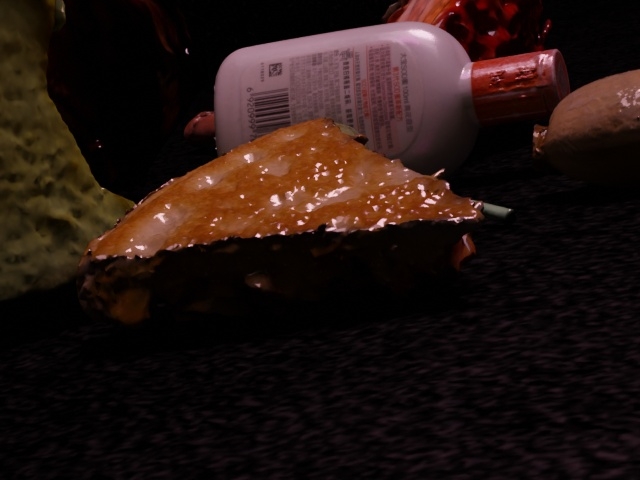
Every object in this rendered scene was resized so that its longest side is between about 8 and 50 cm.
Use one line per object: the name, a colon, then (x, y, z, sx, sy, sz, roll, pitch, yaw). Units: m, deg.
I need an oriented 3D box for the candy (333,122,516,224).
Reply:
candy: (0.042, -0.028, 0.991, 0.061, 0.061, 0.202, -17, 20, -31)

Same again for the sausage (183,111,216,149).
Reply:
sausage: (-0.073, -0.094, 1.514, 0.158, 0.042, 0.036, 0, 53, 57)

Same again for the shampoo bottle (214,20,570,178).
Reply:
shampoo bottle: (0.043, -0.082, 1.098, 0.221, 0.108, 0.051, -7, -11, 19)

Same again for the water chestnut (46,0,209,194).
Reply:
water chestnut: (-0.268, -0.117, 1.203, 0.347, 0.335, 0.335, -42, 11, 0)

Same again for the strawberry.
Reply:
strawberry: (0.092, -0.112, 1.236, 0.190, 0.111, 0.236, -39, 15, 38)

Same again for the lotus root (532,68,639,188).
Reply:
lotus root: (0.181, -0.062, 0.944, 0.150, 0.062, 0.073, -9, 10, 24)

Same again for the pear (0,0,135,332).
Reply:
pear: (-0.223, -0.077, 0.955, 0.164, 0.255, 0.238, -20, 8, -34)

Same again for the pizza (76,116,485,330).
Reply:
pizza: (0.000, 0.000, 0.825, 0.199, 0.062, 0.188, 7, 32, 44)
